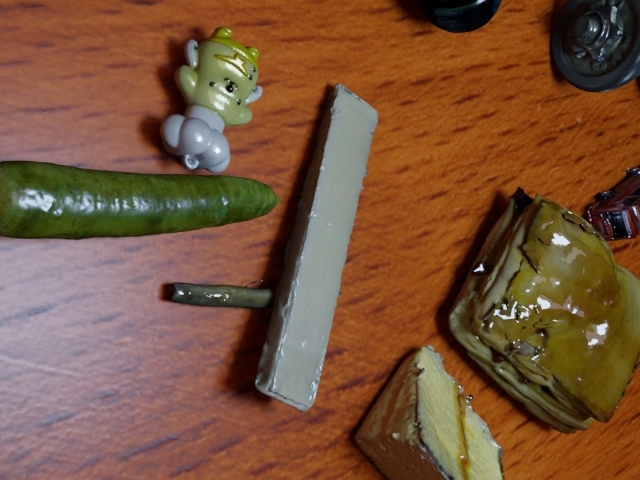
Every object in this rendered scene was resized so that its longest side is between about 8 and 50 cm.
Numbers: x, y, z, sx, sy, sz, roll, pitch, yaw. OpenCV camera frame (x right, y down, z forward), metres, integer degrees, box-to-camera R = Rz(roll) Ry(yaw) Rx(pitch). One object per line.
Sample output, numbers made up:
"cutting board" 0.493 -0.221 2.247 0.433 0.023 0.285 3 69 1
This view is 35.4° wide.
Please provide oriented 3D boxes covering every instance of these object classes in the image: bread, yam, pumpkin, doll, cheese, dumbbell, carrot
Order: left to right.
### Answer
"carrot" -0.179 -0.039 1.016 0.358 0.074 0.074 -1 88 -45
"doll" -0.116 -0.148 1.080 0.106 0.062 0.162 30 69 -32
"yam" -0.071 0.063 1.132 0.234 0.027 0.029 7 56 -42
"cheese" 0.001 -0.001 1.173 0.085 0.034 0.400 36 57 -40
"pumpkin" 0.178 -0.368 1.302 0.194 0.150 0.194 -11 105 -46
"bread" 0.180 0.254 1.272 0.240 0.135 0.178 50 57 -25
"bread" 0.351 0.103 1.416 0.324 0.167 0.277 48 58 -30
"dumbbell" 0.529 -0.298 1.596 0.406 0.179 0.179 7 82 -42

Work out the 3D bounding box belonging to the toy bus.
"toy bus" 0.527 -0.071 1.636 0.235 0.096 0.073 -34 107 -40
